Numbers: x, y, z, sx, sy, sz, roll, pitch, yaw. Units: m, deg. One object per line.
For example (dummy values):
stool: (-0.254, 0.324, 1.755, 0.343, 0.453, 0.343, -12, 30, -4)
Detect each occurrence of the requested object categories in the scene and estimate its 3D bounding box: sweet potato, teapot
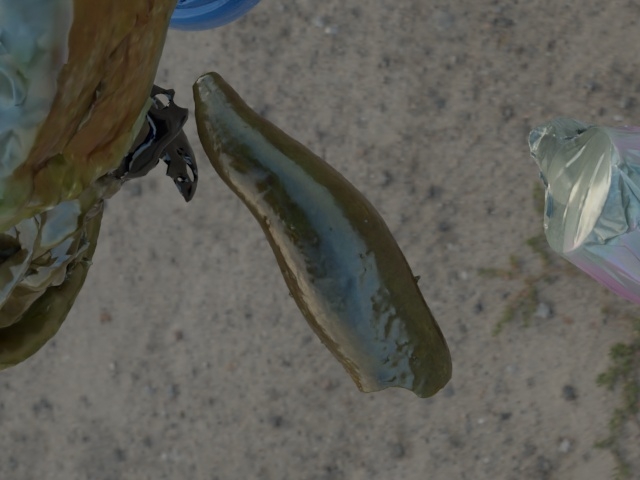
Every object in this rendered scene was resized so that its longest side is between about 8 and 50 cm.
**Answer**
sweet potato: (0.000, 0.000, 0.733, 0.077, 0.077, 0.243, -29, 100, 36)
teapot: (0.289, -0.049, 1.079, 0.163, 0.178, 0.221, 127, 154, -49)

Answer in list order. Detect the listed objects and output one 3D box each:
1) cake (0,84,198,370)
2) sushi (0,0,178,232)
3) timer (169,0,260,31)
cake: (-0.237, -0.056, 0.854, 0.321, 0.332, 0.332, -1, 92, 30)
sushi: (-0.166, -0.108, 0.383, 0.274, 0.139, 0.184, 15, 117, 20)
timer: (-0.169, -0.390, 1.207, 0.309, 0.115, 0.340, 14, 90, 7)
